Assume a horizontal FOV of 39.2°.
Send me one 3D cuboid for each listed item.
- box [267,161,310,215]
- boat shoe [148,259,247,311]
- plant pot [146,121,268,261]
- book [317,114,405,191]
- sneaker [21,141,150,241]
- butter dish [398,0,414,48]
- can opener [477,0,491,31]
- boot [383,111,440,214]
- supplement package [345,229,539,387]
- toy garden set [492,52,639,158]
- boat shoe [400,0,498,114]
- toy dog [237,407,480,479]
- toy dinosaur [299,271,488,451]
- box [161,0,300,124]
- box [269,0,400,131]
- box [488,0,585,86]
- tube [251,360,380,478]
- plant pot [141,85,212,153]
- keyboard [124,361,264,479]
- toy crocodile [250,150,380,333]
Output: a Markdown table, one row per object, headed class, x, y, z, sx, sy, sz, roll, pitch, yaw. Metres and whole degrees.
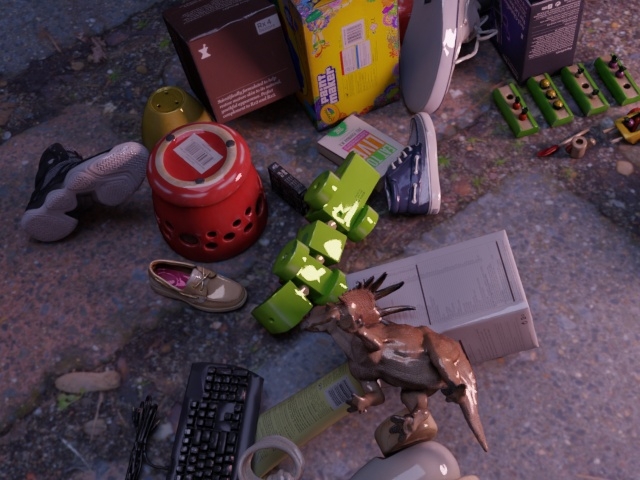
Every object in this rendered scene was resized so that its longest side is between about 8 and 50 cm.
| class | x | y | z | sx | sy | sz | roll | pitch | yaw |
| --- | --- | --- | --- | --- | --- | --- | --- | --- | --- |
| box | -0.054 | -0.088 | 1.534 | 0.018 | 0.067 | 0.083 | -39 | 60 | -19 |
| boat shoe | -0.202 | 0.070 | 1.448 | 0.170 | 0.059 | 0.063 | 10 | 58 | 13 |
| plant pot | -0.192 | -0.086 | 1.485 | 0.191 | 0.174 | 0.191 | -4 | 57 | 6 |
| book | 0.079 | -0.159 | 1.593 | 0.144 | 0.035 | 0.096 | 34 | 62 | 26 |
| sneaker | -0.404 | -0.120 | 1.531 | 0.268 | 0.101 | 0.153 | -31 | 46 | 20 |
| butter dish | 0.166 | -0.451 | 1.709 | 0.160 | 0.118 | 0.160 | -8 | 53 | -25 |
| can opener | 0.362 | -0.478 | 1.766 | 0.283 | 0.076 | 0.095 | -28 | 26 | -12 |
| boot | 0.150 | -0.134 | 1.523 | 0.086 | 0.069 | 0.190 | 0 | 66 | -9 |
| supplement package | 0.176 | 0.103 | 1.314 | 0.244 | 0.134 | 0.139 | -16 | 55 | 11 |
| toy garden set | 0.459 | -0.233 | 1.585 | 0.244 | 0.049 | 0.204 | -18 | 59 | -6 |
| boat shoe | 0.247 | -0.406 | 1.632 | 0.156 | 0.136 | 0.367 | 4 | 93 | -29 |
| toy dog | 0.064 | 0.361 | 1.199 | 0.333 | 0.161 | 0.220 | -15 | 58 | 13 |
| toy dinosaur | 0.112 | 0.145 | 1.171 | 0.295 | 0.127 | 0.200 | 28 | 25 | 6 |
| box | -0.163 | -0.343 | 1.618 | 0.168 | 0.167 | 0.203 | -24 | 35 | -9 |
| box | 0.002 | -0.409 | 1.610 | 0.177 | 0.290 | 0.279 | -24 | 56 | -9 |
| box | 0.385 | -0.408 | 1.620 | 0.108 | 0.207 | 0.153 | -18 | 56 | -6 |
| tube | -0.025 | 0.248 | 1.271 | 0.240 | 0.062 | 0.070 | -37 | 13 | 18 |
| plant pot | -0.268 | -0.224 | 1.630 | 0.134 | 0.095 | 0.134 | -3 | 55 | 4 |
| keyboard | -0.199 | 0.324 | 1.275 | 0.201 | 0.033 | 0.317 | 0 | 60 | 16 |
| toy crocodile | 0.000 | 0.000 | 1.448 | 0.115 | 0.105 | 0.340 | 36 | 63 | -21 |
